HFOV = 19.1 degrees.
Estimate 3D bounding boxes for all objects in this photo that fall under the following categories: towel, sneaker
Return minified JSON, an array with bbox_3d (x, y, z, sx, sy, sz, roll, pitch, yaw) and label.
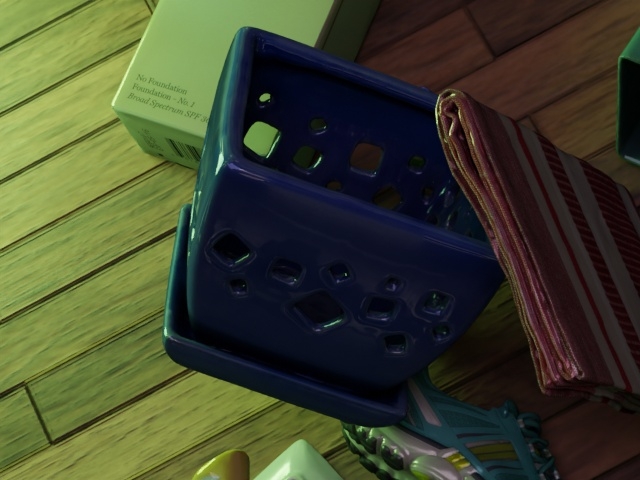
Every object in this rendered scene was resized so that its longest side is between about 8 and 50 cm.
[{"bbox_3d":[0.204,0.026,1.443,0.037,0.329,0.237,-29,66,22],"label":"towel"},{"bbox_3d":[0.145,0.182,1.512,0.275,0.107,0.110,34,71,20],"label":"sneaker"}]

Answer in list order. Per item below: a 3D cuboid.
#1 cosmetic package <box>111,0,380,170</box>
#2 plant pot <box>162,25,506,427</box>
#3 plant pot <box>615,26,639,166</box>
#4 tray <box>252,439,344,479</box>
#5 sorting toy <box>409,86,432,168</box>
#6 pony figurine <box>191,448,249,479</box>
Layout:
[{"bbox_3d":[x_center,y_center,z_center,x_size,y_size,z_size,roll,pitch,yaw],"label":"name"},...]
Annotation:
[{"bbox_3d":[-0.044,-0.209,1.687,0.160,0.113,0.309,17,75,17],"label":"cosmetic package"},{"bbox_3d":[0.000,0.000,1.491,0.236,0.212,0.236,19,31,-11],"label":"plant pot"},{"bbox_3d":[0.369,-0.170,1.569,0.166,0.165,0.234,24,69,18],"label":"plant pot"},{"bbox_3d":[0.016,0.298,1.530,0.145,0.030,0.270,-41,68,-5],"label":"tray"},{"bbox_3d":[0.079,-0.107,1.668,0.102,0.042,0.061,41,97,10],"label":"sorting toy"},{"bbox_3d":[-0.089,0.386,1.398,0.351,0.303,0.363,-35,52,-2],"label":"pony figurine"}]
